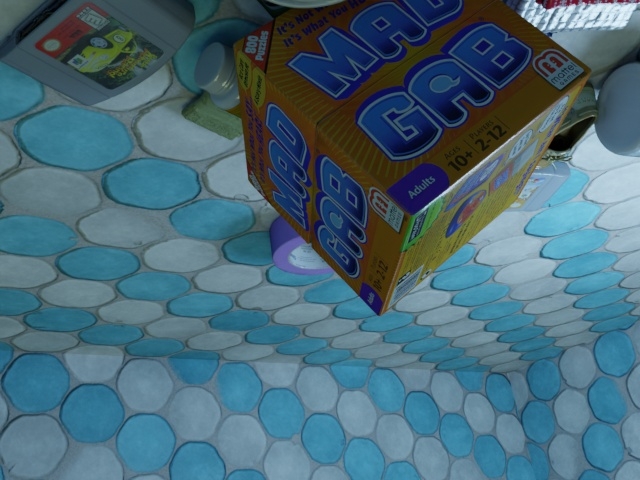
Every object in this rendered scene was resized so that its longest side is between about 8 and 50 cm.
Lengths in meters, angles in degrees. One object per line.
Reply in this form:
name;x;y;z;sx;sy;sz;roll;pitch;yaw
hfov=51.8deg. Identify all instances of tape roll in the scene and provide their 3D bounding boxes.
tape roll;0.000;0.000;1.809;0.275;0.090;0.275;-7;154;-4

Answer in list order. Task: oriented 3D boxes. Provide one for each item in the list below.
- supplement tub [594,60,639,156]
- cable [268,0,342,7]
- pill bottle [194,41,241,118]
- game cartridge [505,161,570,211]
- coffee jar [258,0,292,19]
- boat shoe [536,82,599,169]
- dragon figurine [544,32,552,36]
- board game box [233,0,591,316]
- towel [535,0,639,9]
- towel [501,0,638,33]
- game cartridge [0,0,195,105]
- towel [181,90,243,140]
supplement tub;0.761;-0.266;1.386;0.316;0.193;0.193;0;152;-18
cable;-0.012;-0.400;0.796;0.257;0.089;0.257;-8;155;12
pill bottle;-0.118;-0.273;1.192;0.117;0.117;0.215;-29;148;35
game cartridge;0.483;-0.141;1.713;0.297;0.062;0.198;-3;157;-12
coffee jar;-0.058;-0.392;1.013;0.096;0.079;0.184;-15;154;28
boat shoe;0.537;-0.235;1.494;0.104;0.089;0.285;-6;154;-5
dragon figurine;0.401;-0.341;1.247;0.144;0.085;0.289;-22;149;26
board game box;0.120;-0.170;1.054;0.356;0.356;0.356;-37;160;-19
towel;0.469;-0.411;0.935;0.275;0.031;0.199;-5;151;-12
towel;0.413;-0.453;0.996;0.235;0.121;0.283;-6;152;-8
game cartridge;-0.358;-0.330;1.082;0.294;0.060;0.196;-24;154;29
towel;-0.192;-0.252;1.314;0.110;0.027;0.148;-28;149;36
